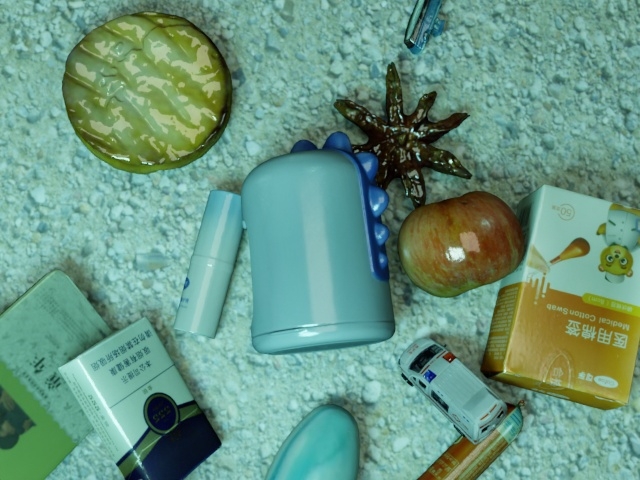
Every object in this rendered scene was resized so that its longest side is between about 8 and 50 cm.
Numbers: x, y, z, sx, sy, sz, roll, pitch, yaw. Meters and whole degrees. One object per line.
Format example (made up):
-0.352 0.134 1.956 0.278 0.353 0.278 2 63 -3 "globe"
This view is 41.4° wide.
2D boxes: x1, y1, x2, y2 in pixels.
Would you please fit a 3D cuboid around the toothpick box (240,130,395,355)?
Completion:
0.000 0.000 1.401 0.263 0.263 0.354 -6 79 -5 "toothpick box"

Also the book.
-0.457 0.238 1.325 0.239 0.035 0.352 54 51 -17 "book"

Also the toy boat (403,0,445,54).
0.202 -0.410 1.583 0.061 0.060 0.137 23 77 -25 "toy boat"

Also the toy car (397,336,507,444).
0.215 0.239 1.421 0.089 0.108 0.210 -42 61 -8 "toy car"

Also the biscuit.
-0.302 -0.258 1.498 0.297 0.102 0.296 1 79 -7 "biscuit"

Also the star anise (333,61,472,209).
0.149 -0.180 1.524 0.288 0.088 0.288 1 78 -5 "star anise"

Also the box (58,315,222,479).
-0.286 0.271 1.365 0.259 0.071 0.168 58 38 -2 "box"

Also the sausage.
0.259 0.366 1.444 0.264 0.083 0.083 -42 85 -11 "sausage"

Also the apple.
0.235 0.005 1.436 0.210 0.209 0.164 -20 86 -7 "apple"

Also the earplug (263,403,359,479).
-0.031 0.419 1.371 0.185 0.185 0.323 22 74 0 "earplug"

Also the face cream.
-0.187 0.041 1.465 0.077 0.077 0.250 14 80 -1 "face cream"

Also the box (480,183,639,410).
0.432 0.101 1.468 0.225 0.143 0.341 15 81 -1 "box"
